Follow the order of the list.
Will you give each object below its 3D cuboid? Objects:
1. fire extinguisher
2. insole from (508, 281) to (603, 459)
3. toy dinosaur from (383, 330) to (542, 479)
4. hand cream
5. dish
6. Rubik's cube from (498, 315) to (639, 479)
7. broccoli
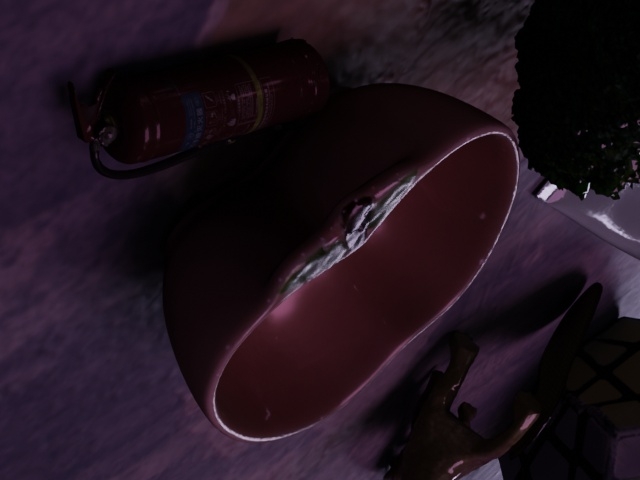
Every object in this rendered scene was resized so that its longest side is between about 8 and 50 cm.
[{"bbox_3d":[-0.056,-0.058,0.566,0.132,0.039,0.056,-21,136,-40],"label":"fire extinguisher"},{"bbox_3d":[0.195,0.097,1.069,0.086,0.005,0.253,-55,178,31],"label":"insole"},{"bbox_3d":[0.086,0.183,1.004,0.200,0.072,0.251,-58,-170,21],"label":"toy dinosaur"},{"bbox_3d":[0.270,-0.032,1.065,0.109,0.067,0.320,-49,149,10],"label":"hand cream"},{"bbox_3d":[0.000,0.000,0.671,0.213,0.090,0.213,-36,155,-20],"label":"dish"},{"bbox_3d":[0.336,0.233,1.291,0.319,0.264,0.319,-34,152,-21],"label":"Rubik's cube"},{"bbox_3d":[0.236,-0.106,0.657,0.297,0.297,0.297,-36,-171,6],"label":"broccoli"}]
